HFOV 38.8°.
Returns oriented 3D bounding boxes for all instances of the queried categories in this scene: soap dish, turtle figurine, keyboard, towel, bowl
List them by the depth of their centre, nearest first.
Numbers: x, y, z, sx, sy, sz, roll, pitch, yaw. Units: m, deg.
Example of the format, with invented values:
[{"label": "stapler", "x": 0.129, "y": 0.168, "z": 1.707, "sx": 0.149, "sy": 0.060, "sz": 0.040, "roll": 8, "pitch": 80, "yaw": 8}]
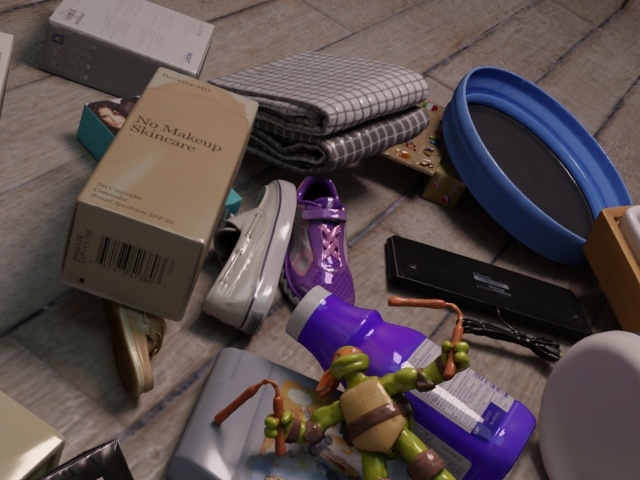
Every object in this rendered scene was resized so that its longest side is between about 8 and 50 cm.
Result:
[{"label": "turtle figurine", "x": 0.046, "y": 0.192, "z": 0.889, "sx": 0.269, "sy": 0.087, "sz": 0.217, "roll": -24, "pitch": 64, "yaw": 0}, {"label": "keyboard", "x": 0.246, "y": 0.092, "z": 1.303, "sx": 0.317, "sy": 0.033, "sz": 0.202, "roll": 17, "pitch": 30, "yaw": -10}, {"label": "soap dish", "x": 0.535, "y": 0.084, "z": 1.352, "sx": 0.228, "sy": 0.118, "sz": 0.291, "roll": -6, "pitch": 65, "yaw": -36}, {"label": "towel", "x": -0.010, "y": -0.192, "z": 1.371, "sx": 0.283, "sy": 0.121, "sz": 0.235, "roll": 18, "pitch": 33, "yaw": 41}, {"label": "bowl", "x": 0.366, "y": -0.125, "z": 1.536, "sx": 0.391, "sy": 0.077, "sz": 0.391, "roll": 25, "pitch": 41, "yaw": -24}]

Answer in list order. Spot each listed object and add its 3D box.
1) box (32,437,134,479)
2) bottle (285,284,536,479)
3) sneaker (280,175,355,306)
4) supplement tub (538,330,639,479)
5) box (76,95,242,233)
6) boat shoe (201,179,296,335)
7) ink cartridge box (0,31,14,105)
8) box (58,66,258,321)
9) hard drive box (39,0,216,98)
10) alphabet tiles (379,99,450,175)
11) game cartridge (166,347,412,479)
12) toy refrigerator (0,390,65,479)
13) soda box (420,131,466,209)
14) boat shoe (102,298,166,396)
[{"label": "box", "x": -0.221, "y": 0.319, "z": 0.599, "sx": 0.322, "sy": 0.079, "sz": 0.257, "roll": -24, "pitch": 86, "yaw": -47}, {"label": "bottle", "x": 0.091, "y": 0.154, "z": 0.989, "sx": 0.282, "sy": 0.092, "sz": 0.118, "roll": 34, "pitch": 32, "yaw": 13}, {"label": "sneaker", "x": 0.000, "y": 0.000, "z": 1.209, "sx": 0.095, "sy": 0.105, "sz": 0.236, "roll": 10, "pitch": 39, "yaw": -22}, {"label": "supplement tub", "x": 0.448, "y": 0.228, "z": 1.079, "sx": 0.316, "sy": 0.228, "sz": 0.228, "roll": 6, "pitch": 40, "yaw": -25}, {"label": "box", "x": -0.222, "y": -0.100, "z": 1.240, "sx": 0.100, "sy": 0.060, "sz": 0.244, "roll": -19, "pitch": 54, "yaw": -44}, {"label": "boat shoe", "x": -0.094, "y": 0.006, "z": 1.160, "sx": 0.088, "sy": 0.096, "sz": 0.268, "roll": 22, "pitch": 44, "yaw": -10}, {"label": "ink cartridge box", "x": -0.494, "y": -0.156, "z": 1.053, "sx": 0.232, "sy": 0.171, "sz": 0.168, "roll": 10, "pitch": 38, "yaw": -19}, {"label": "box", "x": -0.179, "y": -0.065, "z": 1.066, "sx": 0.147, "sy": 0.121, "sz": 0.311, "roll": 18, "pitch": 37, "yaw": -6}, {"label": "hard drive box", "x": -0.298, "y": -0.306, "z": 1.433, "sx": 0.232, "sy": 0.089, "sz": 0.181, "roll": 19, "pitch": 36, "yaw": -8}, {"label": "alphabet tiles", "x": 0.162, "y": -0.185, "z": 1.530, "sx": 0.198, "sy": 0.009, "sz": 0.237, "roll": 23, "pitch": 37, "yaw": 7}, {"label": "game cartridge", "x": 0.001, "y": 0.239, "z": 0.951, "sx": 0.297, "sy": 0.062, "sz": 0.198, "roll": 23, "pitch": 31, "yaw": -3}, {"label": "toy refrigerator", "x": -0.322, "y": 0.243, "z": 0.708, "sx": 0.094, "sy": 0.102, "sz": 0.269, "roll": 32, "pitch": 35, "yaw": 9}, {"label": "soda box", "x": 0.212, "y": -0.131, "z": 1.542, "sx": 0.061, "sy": 0.058, "sz": 0.181, "roll": 21, "pitch": 35, "yaw": -6}, {"label": "boat shoe", "x": -0.198, "y": 0.097, "z": 1.000, "sx": 0.059, "sy": 0.063, "sz": 0.170, "roll": -2, "pitch": 42, "yaw": -24}]
